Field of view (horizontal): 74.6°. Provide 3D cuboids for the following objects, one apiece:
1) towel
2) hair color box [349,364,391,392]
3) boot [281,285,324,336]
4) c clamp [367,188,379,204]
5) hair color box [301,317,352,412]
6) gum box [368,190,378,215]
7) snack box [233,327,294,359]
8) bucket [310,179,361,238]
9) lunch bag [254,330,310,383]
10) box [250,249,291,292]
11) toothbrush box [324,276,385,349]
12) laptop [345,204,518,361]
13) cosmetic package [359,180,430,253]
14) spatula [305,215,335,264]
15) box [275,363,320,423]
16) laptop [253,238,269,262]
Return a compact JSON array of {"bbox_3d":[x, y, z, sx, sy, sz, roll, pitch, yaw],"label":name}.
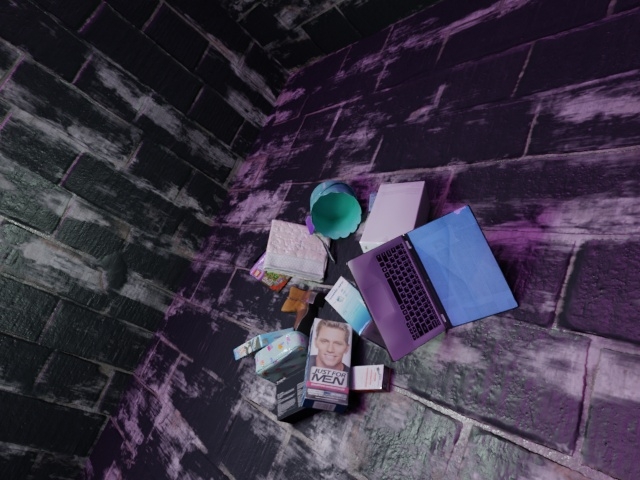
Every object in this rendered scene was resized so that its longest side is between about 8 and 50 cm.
[{"bbox_3d":[-0.120,0.046,2.225,0.053,0.331,0.317,109,171,-57],"label":"towel"},{"bbox_3d":[0.190,0.542,1.644,0.167,0.053,0.093,-20,48,43],"label":"hair color box"},{"bbox_3d":[-0.129,0.362,2.147,0.280,0.096,0.265,0,65,53],"label":"boot"},{"bbox_3d":[0.308,-0.225,2.166,0.160,0.022,0.137,-34,40,27],"label":"c clamp"},{"bbox_3d":[0.031,0.504,1.721,0.105,0.173,0.348,105,174,-49],"label":"hair color box"},{"bbox_3d":[0.262,-0.122,1.981,0.041,0.157,0.185,-7,33,13],"label":"gum box"},{"bbox_3d":[-0.278,0.508,2.057,0.322,0.186,0.060,-38,64,49],"label":"snack box"},{"bbox_3d":[0.072,-0.169,2.193,0.281,0.281,0.183,-42,28,19],"label":"bucket"},{"bbox_3d":[-0.148,0.539,1.915,0.279,0.224,0.108,-36,44,17],"label":"lunch bag"},{"bbox_3d":[-0.229,0.126,2.363,0.293,0.200,0.057,-50,19,9],"label":"box"},{"bbox_3d":[0.185,0.297,1.710,0.126,0.216,0.295,-53,35,3],"label":"toothbrush box"},{"bbox_3d":[0.370,0.148,1.429,0.407,0.383,0.236,-24,-4,-23],"label":"laptop"},{"bbox_3d":[0.326,-0.072,1.776,0.217,0.156,0.385,0,45,28],"label":"cosmetic package"},{"bbox_3d":[0.000,0.000,2.208,0.030,0.297,0.084,-27,-16,-27],"label":"spatula"},{"bbox_3d":[-0.070,0.655,1.821,0.261,0.103,0.185,-35,44,27],"label":"box"},{"bbox_3d":[-0.319,0.012,2.629,0.234,0.136,0.264,-44,36,15],"label":"laptop"}]
